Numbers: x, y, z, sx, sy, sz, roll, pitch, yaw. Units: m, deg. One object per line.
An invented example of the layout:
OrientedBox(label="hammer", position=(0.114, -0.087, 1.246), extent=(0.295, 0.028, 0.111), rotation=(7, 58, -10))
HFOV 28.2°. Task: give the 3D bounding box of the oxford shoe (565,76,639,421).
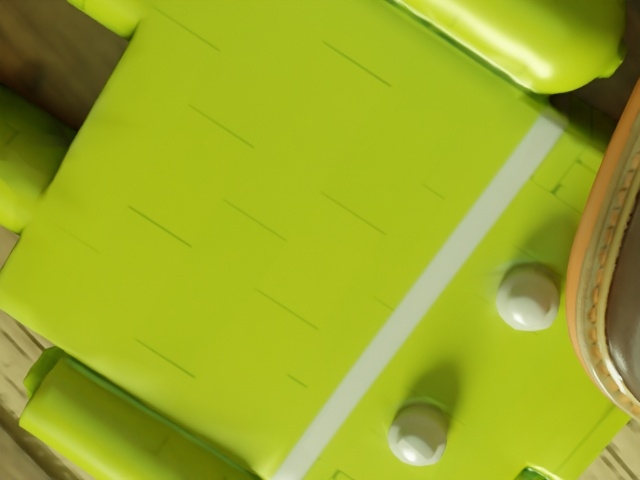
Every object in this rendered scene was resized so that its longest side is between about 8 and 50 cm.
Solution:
OrientedBox(label="oxford shoe", position=(0.200, -0.067, 0.289), extent=(0.130, 0.132, 0.363), rotation=(34, 111, -19))

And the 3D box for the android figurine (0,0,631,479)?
OrientedBox(label="android figurine", position=(0.000, 0.000, 0.422), extent=(0.273, 0.056, 0.248), rotation=(36, 114, -2))
